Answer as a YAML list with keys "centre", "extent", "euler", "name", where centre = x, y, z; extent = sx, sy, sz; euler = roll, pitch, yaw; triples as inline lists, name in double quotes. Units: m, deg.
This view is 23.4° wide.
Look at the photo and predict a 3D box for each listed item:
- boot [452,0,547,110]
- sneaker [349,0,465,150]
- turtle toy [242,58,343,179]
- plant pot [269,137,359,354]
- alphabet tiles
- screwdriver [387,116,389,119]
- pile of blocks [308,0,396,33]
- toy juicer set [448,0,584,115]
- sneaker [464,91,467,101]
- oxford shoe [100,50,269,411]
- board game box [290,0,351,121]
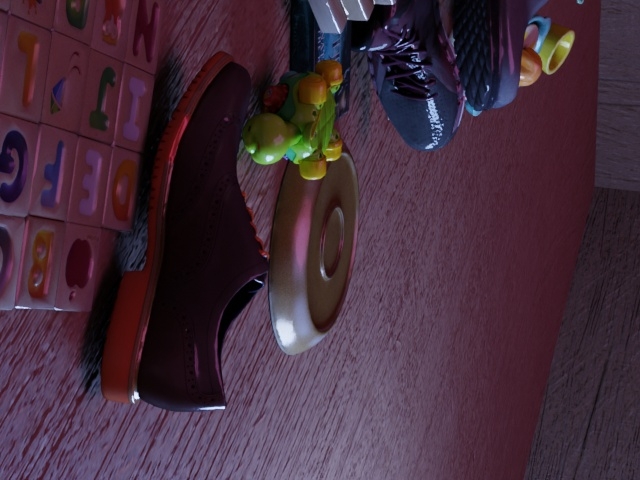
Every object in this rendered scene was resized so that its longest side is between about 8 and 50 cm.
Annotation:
- centre: [0.261, -0.287, 1.622]
  extent: [0.118, 0.223, 0.338]
  euler: [129, -33, -71]
  name: "boot"
- centre: [0.071, -0.199, 1.622]
  extent: [0.162, 0.106, 0.281]
  euler: [-52, 136, -52]
  name: "sneaker"
- centre: [-0.024, -0.104, 1.354]
  extent: [0.130, 0.066, 0.095]
  euler: [-52, 146, -61]
  name: "turtle toy"
- centre: [0.000, 0.000, 1.554]
  extent: [0.236, 0.032, 0.236]
  euler: [7, 90, -74]
  name: "plant pot"
- centre: [-0.158, -0.125, 0.967]
  extent: [0.285, 0.011, 0.342]
  euler: [14, 84, -75]
  name: "alphabet tiles"
- centre: [0.098, -0.225, 1.838]
  extent: [0.025, 0.024, 0.170]
  euler: [30, 73, -42]
  name: "screwdriver"
- centre: [0.036, -0.352, 1.319]
  extent: [0.149, 0.113, 0.362]
  euler: [-51, 140, -51]
  name: "pile of blocks"
- centre: [0.255, -0.265, 1.996]
  extent: [0.329, 0.089, 0.209]
  euler: [-35, 150, -43]
  name: "toy juicer set"
- centre: [0.208, -0.260, 2.132]
  extent: [0.161, 0.057, 0.075]
  euler: [-60, 159, -48]
  name: "sneaker"
- centre: [-0.078, -0.005, 1.120]
  extent: [0.097, 0.098, 0.271]
  euler: [83, 19, -75]
  name: "oxford shoe"
- centre: [0.002, -0.200, 1.480]
  extent: [0.126, 0.026, 0.186]
  euler: [-47, 142, -64]
  name: "board game box"
